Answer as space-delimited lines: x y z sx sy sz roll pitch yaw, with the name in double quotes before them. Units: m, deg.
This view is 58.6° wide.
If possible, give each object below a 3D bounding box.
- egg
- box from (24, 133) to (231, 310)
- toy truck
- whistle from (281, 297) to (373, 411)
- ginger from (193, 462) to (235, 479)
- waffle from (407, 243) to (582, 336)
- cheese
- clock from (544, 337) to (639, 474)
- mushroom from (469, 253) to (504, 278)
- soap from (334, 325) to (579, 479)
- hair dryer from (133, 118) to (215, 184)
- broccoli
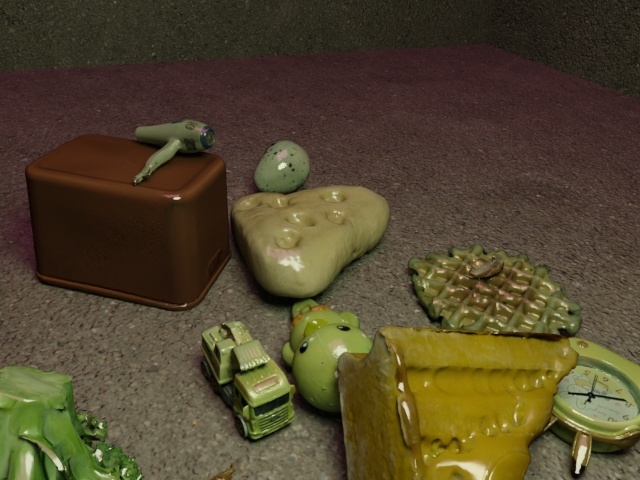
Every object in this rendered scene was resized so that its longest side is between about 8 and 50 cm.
"egg" -0.101 -0.183 1.442 0.131 0.131 0.164 28 46 34
"box" -0.359 -0.049 1.101 0.340 0.229 0.239 11 30 8
"toy truck" -0.114 0.189 0.851 0.085 0.116 0.191 -17 37 -28
"whistle" -0.001 0.155 0.904 0.141 0.141 0.294 -9 33 -20
"ginger" -0.179 0.348 0.646 0.214 0.058 0.133 -14 43 -24
"waffle" 0.331 0.102 1.099 0.292 0.056 0.309 -5 30 -14
"cheese" 0.000 0.000 1.149 0.351 0.129 0.328 -3 27 -10
"clock" 0.402 0.248 0.863 0.232 0.069 0.170 -26 43 -37
"mushroom" 0.327 0.050 1.113 0.101 0.019 0.049 -24 39 -39
"soap" 0.212 0.274 0.734 0.339 0.169 0.304 7 62 -27
"hair dryer" -0.312 -0.165 1.051 0.167 0.067 0.199 16 45 35
"broccoli" -0.330 0.265 0.608 0.269 0.241 0.261 13 3 -25
